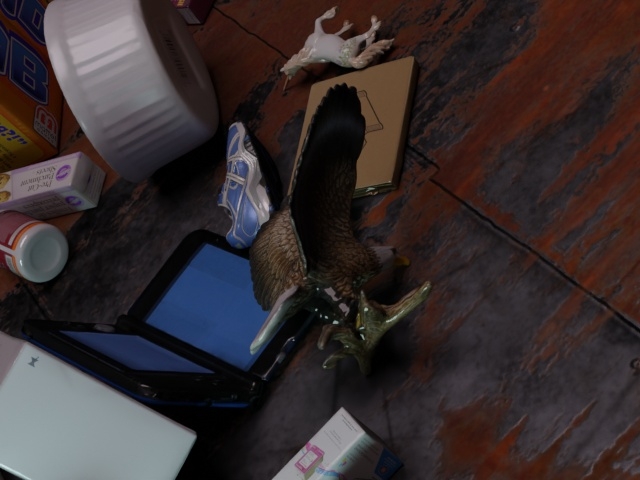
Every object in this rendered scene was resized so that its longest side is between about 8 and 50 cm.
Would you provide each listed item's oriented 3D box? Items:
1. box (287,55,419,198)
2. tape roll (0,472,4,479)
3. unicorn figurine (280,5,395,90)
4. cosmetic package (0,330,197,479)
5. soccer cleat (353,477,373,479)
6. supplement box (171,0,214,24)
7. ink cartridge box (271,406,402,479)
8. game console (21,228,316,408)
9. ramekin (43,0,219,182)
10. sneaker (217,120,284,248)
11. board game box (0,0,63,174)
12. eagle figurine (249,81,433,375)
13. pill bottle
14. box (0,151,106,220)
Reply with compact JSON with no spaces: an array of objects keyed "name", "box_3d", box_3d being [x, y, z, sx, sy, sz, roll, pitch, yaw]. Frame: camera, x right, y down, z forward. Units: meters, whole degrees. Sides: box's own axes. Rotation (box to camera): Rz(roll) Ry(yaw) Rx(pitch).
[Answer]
[{"name":"box","box_3d":[0.041,-0.138,1.980,0.164,0.021,0.201,-11,53,33]},{"name":"tape roll","box_3d":[-0.575,0.423,1.995,0.392,0.072,0.392,-21,47,25]},{"name":"unicorn figurine","box_3d":[0.015,-0.261,2.066,0.162,0.060,0.111,8,54,51]},{"name":"cosmetic package","box_3d":[-0.294,0.217,1.758,0.138,0.224,0.225,-62,18,-11]},{"name":"soccer cleat","box_3d":[0.116,0.323,1.529,0.289,0.093,0.121,11,96,38]},{"name":"supplement box","box_3d":[-0.209,-0.363,2.341,0.083,0.043,0.055,4,59,40]},{"name":"ink cartridge box","box_3d":[0.015,0.253,1.643,0.122,0.088,0.052,-45,45,1]},{"name":"game console","box_3d":[-0.181,0.084,1.881,0.293,0.250,0.173,19,98,46]},{"name":"ramekin","box_3d":[-0.251,-0.231,2.108,0.135,0.277,0.277,-24,46,13]},{"name":"sneaker","box_3d":[-0.101,-0.076,2.001,0.081,0.080,0.211,-29,43,13]},{"name":"board game box","box_3d":[-0.651,-0.291,2.403,0.356,0.356,0.356,-24,46,22]},{"name":"eagle figurine","box_3d":[0.007,0.002,1.763,0.226,0.225,0.298,-31,63,14]},{"name":"pill bottle","box_3d":[-0.437,0.003,2.204,0.152,0.086,0.086,20,72,45]},{"name":"box","box_3d":[-0.468,-0.061,2.295,0.324,0.063,0.067,-11,53,32]}]
